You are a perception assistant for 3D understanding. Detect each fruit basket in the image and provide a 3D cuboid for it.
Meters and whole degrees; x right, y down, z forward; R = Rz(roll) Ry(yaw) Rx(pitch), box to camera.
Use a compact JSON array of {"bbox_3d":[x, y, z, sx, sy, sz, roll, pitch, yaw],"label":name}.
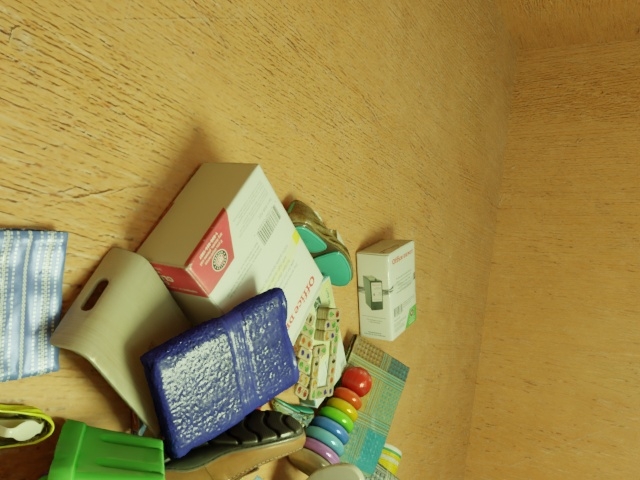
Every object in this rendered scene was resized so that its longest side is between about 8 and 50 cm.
[{"bbox_3d":[-0.426,0.490,0.924,0.392,0.283,0.391,-1,94,-16],"label":"fruit basket"}]

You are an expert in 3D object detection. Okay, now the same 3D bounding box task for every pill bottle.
[{"bbox_3d":[0.190,0.792,2.035,0.117,0.118,0.208,57,48,-45],"label":"pill bottle"}]

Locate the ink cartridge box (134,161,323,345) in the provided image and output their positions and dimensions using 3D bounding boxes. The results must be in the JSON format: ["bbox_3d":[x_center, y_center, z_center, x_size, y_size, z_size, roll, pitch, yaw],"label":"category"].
[{"bbox_3d":[-0.174,0.065,1.299,0.279,0.160,0.384,-61,141,-32],"label":"ink cartridge box"}]

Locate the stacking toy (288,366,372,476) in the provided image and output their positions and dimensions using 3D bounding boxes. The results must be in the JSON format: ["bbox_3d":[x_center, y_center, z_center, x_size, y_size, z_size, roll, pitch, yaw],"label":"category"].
[{"bbox_3d":[0.045,0.501,1.714,0.330,0.141,0.141,-56,138,-32],"label":"stacking toy"}]

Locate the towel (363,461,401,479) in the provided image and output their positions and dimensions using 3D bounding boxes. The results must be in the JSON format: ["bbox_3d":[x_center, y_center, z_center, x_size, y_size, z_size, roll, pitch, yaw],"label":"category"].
[{"bbox_3d":[0.104,0.811,1.844,0.312,0.056,0.324,44,55,-23],"label":"towel"}]

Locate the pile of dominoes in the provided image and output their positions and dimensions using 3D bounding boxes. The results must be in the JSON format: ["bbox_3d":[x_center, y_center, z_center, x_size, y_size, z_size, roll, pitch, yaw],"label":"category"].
[{"bbox_3d":[0.006,0.306,1.626,0.196,0.040,0.251,8,87,-58],"label":"pile of dominoes"}]

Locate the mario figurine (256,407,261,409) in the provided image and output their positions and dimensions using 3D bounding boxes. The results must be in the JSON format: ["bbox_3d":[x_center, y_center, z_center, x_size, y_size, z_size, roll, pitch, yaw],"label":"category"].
[{"bbox_3d":[-0.227,0.416,1.339,0.198,0.170,0.320,-117,-142,-81],"label":"mario figurine"}]

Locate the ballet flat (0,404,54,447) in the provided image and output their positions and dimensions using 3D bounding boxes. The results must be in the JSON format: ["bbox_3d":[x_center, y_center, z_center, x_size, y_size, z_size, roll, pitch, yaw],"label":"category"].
[{"bbox_3d":[-0.493,0.273,0.882,0.231,0.077,0.077,23,75,-57],"label":"ballet flat"}]

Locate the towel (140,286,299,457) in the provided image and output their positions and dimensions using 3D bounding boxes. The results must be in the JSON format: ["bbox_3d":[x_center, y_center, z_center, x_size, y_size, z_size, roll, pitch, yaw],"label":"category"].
[{"bbox_3d":[-0.182,0.240,1.151,0.308,0.076,0.227,-26,117,-38],"label":"towel"}]

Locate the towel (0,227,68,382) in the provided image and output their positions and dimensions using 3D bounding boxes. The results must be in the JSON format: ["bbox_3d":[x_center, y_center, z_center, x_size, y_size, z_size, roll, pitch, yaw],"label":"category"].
[{"bbox_3d":[-0.513,0.098,0.865,0.336,0.040,0.243,1,94,-59],"label":"towel"}]

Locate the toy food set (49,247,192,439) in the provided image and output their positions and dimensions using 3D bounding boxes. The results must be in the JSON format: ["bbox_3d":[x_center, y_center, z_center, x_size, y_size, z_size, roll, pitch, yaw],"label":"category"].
[{"bbox_3d":[-0.347,0.197,1.119,0.219,0.092,0.306,-72,150,-44],"label":"toy food set"}]

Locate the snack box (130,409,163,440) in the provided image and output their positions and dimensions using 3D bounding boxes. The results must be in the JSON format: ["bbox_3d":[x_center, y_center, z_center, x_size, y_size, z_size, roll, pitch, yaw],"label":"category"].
[{"bbox_3d":[-0.340,0.403,1.203,0.064,0.022,0.178,-17,108,-58],"label":"snack box"}]

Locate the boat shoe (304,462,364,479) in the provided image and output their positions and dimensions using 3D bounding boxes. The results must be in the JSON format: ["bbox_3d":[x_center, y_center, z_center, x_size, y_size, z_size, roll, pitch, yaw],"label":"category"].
[{"bbox_3d":[0.000,0.670,1.579,0.127,0.340,0.158,54,20,16],"label":"boat shoe"}]

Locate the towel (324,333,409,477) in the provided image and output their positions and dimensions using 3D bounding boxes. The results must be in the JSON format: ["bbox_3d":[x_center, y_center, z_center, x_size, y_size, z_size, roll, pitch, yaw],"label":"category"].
[{"bbox_3d":[0.128,0.509,1.866,0.271,0.040,0.370,37,64,-30],"label":"towel"}]

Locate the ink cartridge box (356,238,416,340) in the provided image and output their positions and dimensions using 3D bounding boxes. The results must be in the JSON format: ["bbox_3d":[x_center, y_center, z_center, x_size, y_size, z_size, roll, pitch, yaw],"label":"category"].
[{"bbox_3d":[0.222,0.154,1.998,0.211,0.122,0.289,-23,113,-56],"label":"ink cartridge box"}]

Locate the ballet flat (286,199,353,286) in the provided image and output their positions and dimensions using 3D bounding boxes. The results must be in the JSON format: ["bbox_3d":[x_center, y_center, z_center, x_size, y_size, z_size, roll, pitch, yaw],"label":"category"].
[{"bbox_3d":[0.000,0.000,1.652,0.342,0.116,0.124,45,37,-47],"label":"ballet flat"}]

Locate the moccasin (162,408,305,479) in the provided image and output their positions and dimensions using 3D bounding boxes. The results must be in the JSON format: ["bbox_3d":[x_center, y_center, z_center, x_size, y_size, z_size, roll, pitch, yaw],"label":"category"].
[{"bbox_3d":[-0.209,0.439,1.169,0.380,0.139,0.146,-17,113,-23],"label":"moccasin"}]

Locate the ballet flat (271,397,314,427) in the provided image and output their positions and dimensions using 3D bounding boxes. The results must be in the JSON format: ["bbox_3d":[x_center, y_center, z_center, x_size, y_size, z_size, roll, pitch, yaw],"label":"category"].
[{"bbox_3d":[-0.078,0.465,1.609,0.188,0.070,0.070,37,63,-51],"label":"ballet flat"}]

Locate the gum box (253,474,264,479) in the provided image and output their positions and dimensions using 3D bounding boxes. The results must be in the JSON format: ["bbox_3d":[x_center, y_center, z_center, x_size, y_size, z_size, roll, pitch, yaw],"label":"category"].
[{"bbox_3d":[-0.198,0.636,1.349,0.157,0.041,0.184,-60,168,23],"label":"gum box"}]

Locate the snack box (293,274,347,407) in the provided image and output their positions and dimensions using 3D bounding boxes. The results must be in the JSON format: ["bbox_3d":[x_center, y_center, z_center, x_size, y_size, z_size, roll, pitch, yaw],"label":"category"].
[{"bbox_3d":[-0.016,0.277,1.684,0.187,0.060,0.321,-42,128,-49],"label":"snack box"}]
